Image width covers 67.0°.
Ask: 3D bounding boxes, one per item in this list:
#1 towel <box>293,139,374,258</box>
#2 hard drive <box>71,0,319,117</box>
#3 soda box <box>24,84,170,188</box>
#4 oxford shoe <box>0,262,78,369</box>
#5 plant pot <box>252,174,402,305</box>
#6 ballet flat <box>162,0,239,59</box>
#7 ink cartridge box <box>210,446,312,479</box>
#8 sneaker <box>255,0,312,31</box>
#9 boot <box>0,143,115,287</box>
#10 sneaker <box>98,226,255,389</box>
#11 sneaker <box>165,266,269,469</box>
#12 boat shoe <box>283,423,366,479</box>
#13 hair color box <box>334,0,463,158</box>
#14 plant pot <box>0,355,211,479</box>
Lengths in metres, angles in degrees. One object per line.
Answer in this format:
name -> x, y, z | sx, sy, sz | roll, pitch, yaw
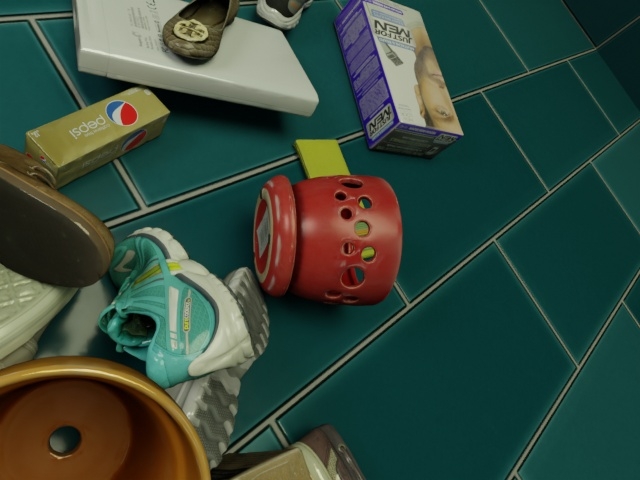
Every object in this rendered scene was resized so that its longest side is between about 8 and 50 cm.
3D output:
towel -> 0.030, -0.075, 0.863 | 0.102, 0.021, 0.237 | -9, 72, -40
hard drive -> -0.196, -0.310, 0.774 | 0.353, 0.047, 0.233 | 2, 48, -32
soda box -> -0.295, -0.143, 0.650 | 0.058, 0.061, 0.181 | 47, 50, -3
oxford shoe -> -0.364, 0.136, 0.431 | 0.169, 0.130, 0.449 | 10, 41, 9
plant pot -> 0.000, 0.000, 0.689 | 0.174, 0.191, 0.191 | 0, 66, -19
ballet flat -> -0.173, -0.344, 0.740 | 0.084, 0.058, 0.249 | 24, 39, -10
ink cartridge box -> -0.058, 0.339, 0.477 | 0.088, 0.193, 0.234 | -11, 73, -37
sneaker -> -0.047, -0.526, 0.976 | 0.100, 0.108, 0.271 | 26, 46, -17
boot -> -0.309, -0.049, 0.495 | 0.305, 0.112, 0.115 | 21, 31, 20
sneaker -> -0.179, 0.061, 0.508 | 0.110, 0.275, 0.107 | -23, 118, -31
sneaker -> -0.146, 0.133, 0.585 | 0.281, 0.115, 0.105 | -71, 146, -53
boat shoe -> 0.059, 0.364, 0.607 | 0.092, 0.103, 0.285 | -31, 80, -35
hair color box -> 0.163, -0.353, 1.036 | 0.185, 0.110, 0.338 | 1, 68, -35
plant pot -> -0.209, 0.187, 0.385 | 0.205, 0.188, 0.205 | 2, 86, -25
